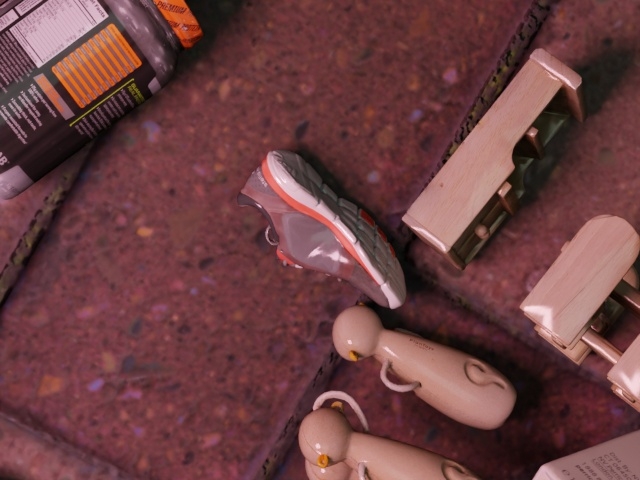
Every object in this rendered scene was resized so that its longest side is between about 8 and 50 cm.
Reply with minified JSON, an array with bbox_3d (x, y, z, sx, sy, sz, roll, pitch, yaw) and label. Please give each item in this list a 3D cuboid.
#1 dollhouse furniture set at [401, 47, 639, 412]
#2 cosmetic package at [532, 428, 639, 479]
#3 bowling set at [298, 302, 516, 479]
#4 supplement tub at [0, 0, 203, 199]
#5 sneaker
[{"bbox_3d":[0.209,0.002,1.141,0.242,0.212,0.161,39,90,15],"label":"dollhouse furniture set"},{"bbox_3d":[0.274,0.217,1.128,0.296,0.129,0.153,-13,138,-37],"label":"cosmetic package"},{"bbox_3d":[0.027,0.210,1.153,0.154,0.287,0.200,27,125,-6],"label":"bowling set"},{"bbox_3d":[-0.185,-0.126,1.100,0.190,0.117,0.117,-37,101,-5],"label":"supplement tub"},{"bbox_3d":[0.000,0.000,1.189,0.065,0.061,0.158,-39,102,24],"label":"sneaker"}]
